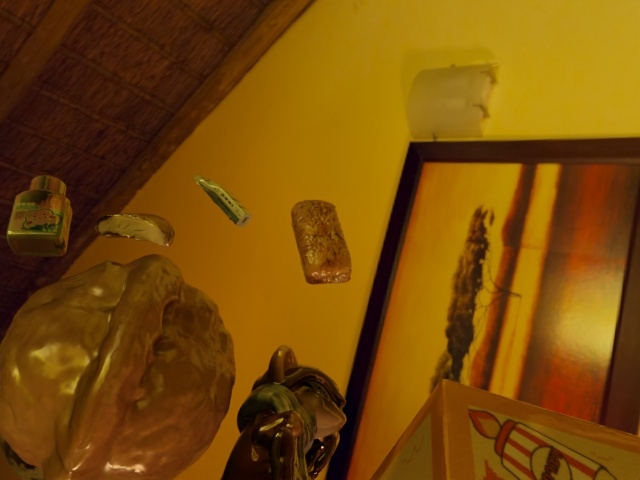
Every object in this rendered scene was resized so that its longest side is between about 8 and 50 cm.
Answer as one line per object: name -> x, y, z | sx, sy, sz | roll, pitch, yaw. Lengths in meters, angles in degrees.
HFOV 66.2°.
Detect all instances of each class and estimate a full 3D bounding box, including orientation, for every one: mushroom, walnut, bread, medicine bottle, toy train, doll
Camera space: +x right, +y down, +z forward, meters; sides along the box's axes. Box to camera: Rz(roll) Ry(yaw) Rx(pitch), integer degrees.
mushroom -> -0.445, -0.031, 1.218 | 0.094, 0.209, 0.072 | -8, -73, -70
walnut -> -0.306, 0.208, 0.781 | 0.383, 0.383, 0.384 | -9, -78, -49
bread -> 0.000, 0.000, 1.067 | 0.113, 0.211, 0.083 | -1, -41, -18
medicine bottle -> -0.667, -0.061, 1.183 | 0.119, 0.094, 0.188 | 1, -125, -17
toy train -> -0.297, -0.133, 1.470 | 0.051, 0.234, 0.052 | -49, -23, 11
doll -> -0.054, 0.358, 0.848 | 0.340, 0.209, 0.318 | -72, -3, -65

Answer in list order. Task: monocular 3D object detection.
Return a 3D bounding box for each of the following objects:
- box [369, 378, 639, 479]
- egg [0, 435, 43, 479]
box -> 0.159, 0.279, 0.312 | 0.214, 0.283, 0.260 | -77, 4, -51
egg -> -0.499, 0.353, 1.126 | 0.428, 0.344, 0.345 | -56, -45, -51
